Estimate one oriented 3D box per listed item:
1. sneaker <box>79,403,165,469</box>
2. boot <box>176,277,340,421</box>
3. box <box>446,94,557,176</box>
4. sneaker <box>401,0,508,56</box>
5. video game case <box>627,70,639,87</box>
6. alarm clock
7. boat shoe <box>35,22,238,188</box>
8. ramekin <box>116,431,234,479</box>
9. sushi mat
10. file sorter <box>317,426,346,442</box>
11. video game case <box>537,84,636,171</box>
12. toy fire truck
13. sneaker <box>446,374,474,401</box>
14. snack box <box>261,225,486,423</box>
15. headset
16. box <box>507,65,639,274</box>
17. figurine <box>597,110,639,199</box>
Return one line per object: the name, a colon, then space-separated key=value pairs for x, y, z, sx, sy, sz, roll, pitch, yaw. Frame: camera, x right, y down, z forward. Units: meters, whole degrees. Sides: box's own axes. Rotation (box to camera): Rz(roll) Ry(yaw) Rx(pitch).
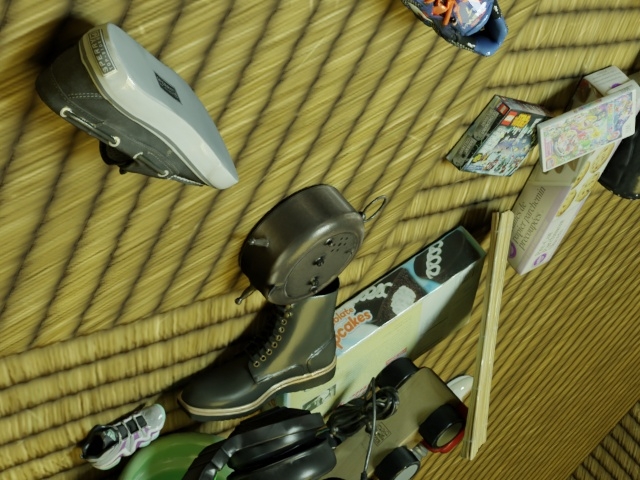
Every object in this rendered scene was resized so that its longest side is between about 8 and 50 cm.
sneaker: x=-0.214 y=0.207 z=1.298 sx=0.098 sy=0.038 sz=0.069 roll=-42 pitch=157 yaw=-2
boot: x=-0.068 y=0.112 z=1.351 sx=0.198 sy=0.077 sz=0.137 roll=-20 pitch=132 yaw=-32
box: x=0.212 y=-0.119 z=1.407 sx=0.137 sy=0.027 sz=0.094 roll=-1 pitch=133 yaw=-56
sneaker: x=0.105 y=-0.214 z=1.007 sx=0.083 sy=0.087 sz=0.221 roll=-49 pitch=156 yaw=13
video game case: x=0.445 y=-0.173 z=1.679 sx=0.183 sy=0.023 sz=0.201 roll=-24 pitch=150 yaw=-34
alarm clock: x=0.000 y=0.000 z=1.250 sx=0.192 sy=0.064 sz=0.129 roll=-31 pitch=154 yaw=-30
boat shoe: x=-0.132 y=-0.082 z=0.894 sx=0.076 sy=0.080 sz=0.228 roll=-27 pitch=161 yaw=9
ramekin: x=-0.141 y=0.390 z=1.414 sx=0.303 sy=0.303 sz=0.148 roll=-7 pitch=146 yaw=-52
sushi mat: x=0.218 y=0.116 z=1.571 sx=0.151 sy=0.019 sz=0.316 roll=7 pitch=90 yaw=-75
file sorter: x=0.015 y=0.345 z=1.789 sx=0.104 sy=0.118 sz=0.170 roll=-15 pitch=145 yaw=-41
video game case: x=0.315 y=-0.132 z=1.438 sx=0.122 sy=0.011 sz=0.087 roll=-23 pitch=146 yaw=-2
toy fire truck: x=0.125 y=0.301 z=1.653 sx=0.217 sy=0.158 sz=0.246 roll=-44 pitch=153 yaw=2
sneaker: x=0.212 y=0.298 z=2.057 sx=0.161 sy=0.075 sz=0.057 roll=-35 pitch=156 yaw=-14
snack box: x=0.067 y=0.128 z=1.565 sx=0.322 sy=0.060 sz=0.187 roll=-33 pitch=154 yaw=-20
headset: x=-0.028 y=0.297 z=1.389 sx=0.185 sy=0.243 sz=0.394 roll=-28 pitch=-168 yaw=47
box: x=0.319 y=-0.085 z=1.584 sx=0.067 sy=0.063 sz=0.324 roll=-22 pitch=149 yaw=-34
figurine: x=0.473 y=-0.173 z=1.596 sx=0.215 sy=0.092 sz=0.209 roll=-19 pitch=143 yaw=-43
